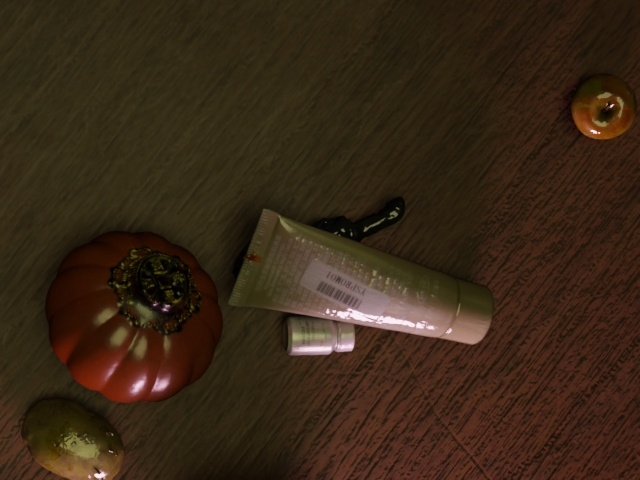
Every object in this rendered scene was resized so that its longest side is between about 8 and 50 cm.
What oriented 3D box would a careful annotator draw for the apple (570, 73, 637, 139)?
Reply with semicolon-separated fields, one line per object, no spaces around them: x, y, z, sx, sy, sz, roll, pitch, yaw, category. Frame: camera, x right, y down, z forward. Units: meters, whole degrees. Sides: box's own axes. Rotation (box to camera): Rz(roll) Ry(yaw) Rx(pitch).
0.380;-0.180;1.956;0.090;0.074;0.089;-1;96;-10;apple

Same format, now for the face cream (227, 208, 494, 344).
0.060;0.060;1.880;0.341;0.084;0.137;14;110;-21;face cream

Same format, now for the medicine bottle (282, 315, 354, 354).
-0.003;0.124;1.910;0.089;0.052;0.052;0;95;-12;medicine bottle

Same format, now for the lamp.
-0.228;0.092;1.786;0.223;0.196;0.223;15;54;-21;lamp

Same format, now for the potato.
-0.313;0.257;1.845;0.138;0.070;0.091;30;87;-12;potato

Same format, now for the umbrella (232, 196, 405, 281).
0.003;0.007;1.895;0.248;0.071;0.070;-21;99;-8;umbrella
